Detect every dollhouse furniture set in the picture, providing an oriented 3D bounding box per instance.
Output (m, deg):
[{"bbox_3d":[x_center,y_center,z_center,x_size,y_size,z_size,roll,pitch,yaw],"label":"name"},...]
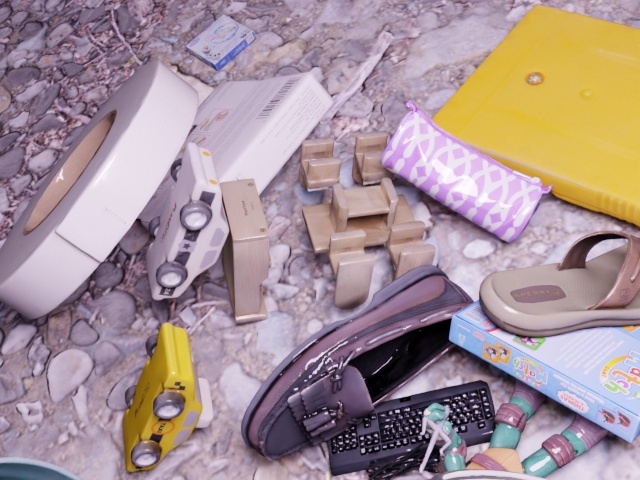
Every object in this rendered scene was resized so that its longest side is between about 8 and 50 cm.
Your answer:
[{"bbox_3d":[0.000,0.000,1.089,0.242,0.161,0.212,-8,50,-12],"label":"dollhouse furniture set"}]

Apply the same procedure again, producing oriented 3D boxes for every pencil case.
[{"bbox_3d":[0.174,-0.080,1.029,0.206,0.088,0.086,30,30,3],"label":"pencil case"}]

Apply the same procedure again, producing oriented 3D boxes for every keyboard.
[{"bbox_3d":[0.098,0.211,0.932,0.192,0.038,0.100,-17,52,11],"label":"keyboard"}]

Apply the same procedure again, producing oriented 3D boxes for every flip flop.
[{"bbox_3d":[0.296,0.032,0.901,0.277,0.080,0.112,-7,35,-21],"label":"flip flop"}]

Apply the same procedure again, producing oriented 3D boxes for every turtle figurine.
[{"bbox_3d":[0.172,0.230,0.838,0.175,0.118,0.234,40,62,21],"label":"turtle figurine"}]

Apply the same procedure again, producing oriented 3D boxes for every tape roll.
[{"bbox_3d":[-0.311,-0.073,1.149,0.392,0.072,0.392,-41,25,24],"label":"tape roll"}]

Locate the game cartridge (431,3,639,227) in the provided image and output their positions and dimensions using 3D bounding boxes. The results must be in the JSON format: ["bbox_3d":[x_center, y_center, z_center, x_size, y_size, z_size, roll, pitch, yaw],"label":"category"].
[{"bbox_3d":[0.346,-0.172,1.095,0.324,0.052,0.285,28,64,32],"label":"game cartridge"}]

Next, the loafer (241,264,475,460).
[{"bbox_3d":[0.049,0.142,0.945,0.303,0.109,0.095,-38,42,-15],"label":"loafer"}]

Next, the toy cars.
[{"bbox_3d":[-0.158,0.086,1.004,0.176,0.087,0.393,3,85,64],"label":"toy cars"}]

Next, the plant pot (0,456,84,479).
[{"bbox_3d":[-0.347,0.390,0.846,0.196,0.293,0.293,-33,45,31],"label":"plant pot"}]

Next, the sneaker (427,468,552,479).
[{"bbox_3d":[0.249,0.302,0.585,0.448,0.257,0.169,26,85,15],"label":"sneaker"}]

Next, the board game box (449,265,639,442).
[{"bbox_3d":[0.268,0.109,0.889,0.212,0.039,0.160,28,37,35],"label":"board game box"}]

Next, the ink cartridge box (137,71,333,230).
[{"bbox_3d":[-0.153,-0.120,1.254,0.296,0.066,0.261,-52,31,-19],"label":"ink cartridge box"}]

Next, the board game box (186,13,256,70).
[{"bbox_3d":[-0.169,-0.338,1.446,0.090,0.020,0.090,-43,53,-12],"label":"board game box"}]
